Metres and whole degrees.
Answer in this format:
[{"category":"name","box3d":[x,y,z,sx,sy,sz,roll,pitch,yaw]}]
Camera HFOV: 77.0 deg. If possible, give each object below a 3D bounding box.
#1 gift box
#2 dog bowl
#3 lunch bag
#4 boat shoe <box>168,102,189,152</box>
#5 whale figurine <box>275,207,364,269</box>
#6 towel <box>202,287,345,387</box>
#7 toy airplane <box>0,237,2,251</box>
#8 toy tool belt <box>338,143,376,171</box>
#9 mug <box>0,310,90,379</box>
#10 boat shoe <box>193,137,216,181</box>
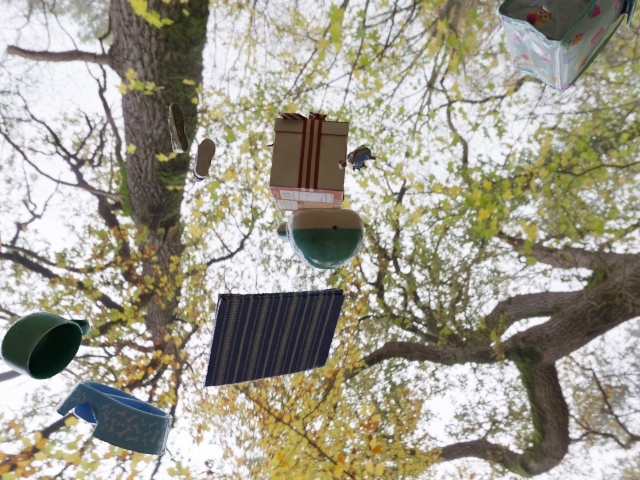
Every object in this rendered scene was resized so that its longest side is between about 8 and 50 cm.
[{"category":"gift box","box3d":[-0.049,-0.244,1.258,0.277,0.255,0.257,7,-105,-2]},{"category":"dog bowl","box3d":[-0.456,0.390,0.906,0.298,0.166,0.074,7,-115,32]},{"category":"lunch bag","box3d":[0.479,-0.441,0.726,0.160,0.262,0.223,49,-162,26]},{"category":"boat shoe","box3d":[-0.462,-0.356,1.283,0.048,0.152,0.056,3,-152,18]},{"category":"whale figurine","box3d":[0.000,0.000,0.975,0.217,0.272,0.141,-1,-94,-15]},{"category":"towel","box3d":[-0.103,0.227,0.974,0.336,0.243,0.040,2,-159,-33]},{"category":"toy airplane","box3d":[-0.359,-0.056,0.413,0.028,0.151,0.151,-6,-121,-27]},{"category":"toy tool belt","box3d":[0.090,-0.190,0.965,0.083,0.052,0.051,-37,-116,-13]},{"category":"mug","box3d":[-0.595,0.220,0.865,0.098,0.157,0.129,18,-105,12]},{"category":"boat shoe","box3d":[-0.299,-0.205,1.031,0.046,0.038,0.125,16,-120,-27]}]
